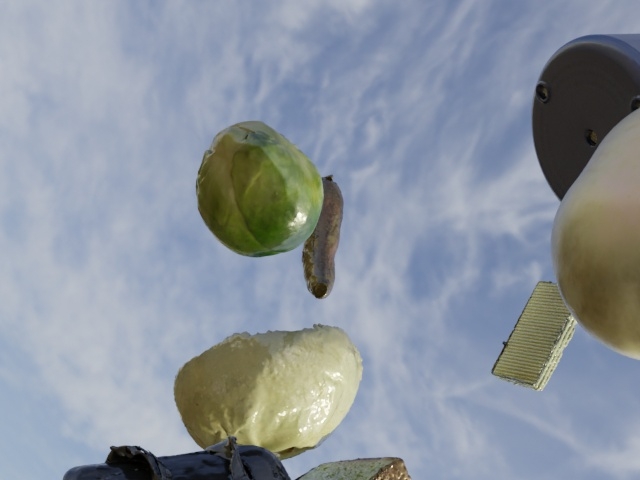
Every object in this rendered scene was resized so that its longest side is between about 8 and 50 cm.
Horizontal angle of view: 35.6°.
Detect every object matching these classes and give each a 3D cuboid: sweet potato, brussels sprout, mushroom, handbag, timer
[{"bbox_3d":[0.000,0.000,1.692,0.075,0.273,0.075,3,-41,2],"label":"sweet potato"},{"bbox_3d":[-0.070,-0.055,1.124,0.155,0.117,0.155,3,-83,28],"label":"brussels sprout"},{"bbox_3d":[0.344,-0.001,0.886,0.260,0.254,0.234,-17,-43,29],"label":"mushroom"},{"bbox_3d":[-0.142,0.309,0.977,0.181,0.254,0.181,56,-44,44],"label":"handbag"},{"bbox_3d":[0.524,-0.183,1.414,0.270,0.383,0.270,42,-40,49],"label":"timer"}]

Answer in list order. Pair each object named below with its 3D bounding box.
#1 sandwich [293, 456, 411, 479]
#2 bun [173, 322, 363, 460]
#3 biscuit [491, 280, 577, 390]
[{"bbox_3d":[-0.010,0.519,1.845,0.271,0.301,0.099,-22,-82,48],"label":"sandwich"},{"bbox_3d":[-0.087,0.303,1.836,0.364,0.364,0.202,124,-44,-57],"label":"bun"},{"bbox_3d":[0.387,0.166,1.754,0.040,0.199,0.121,39,-15,-29],"label":"biscuit"}]
